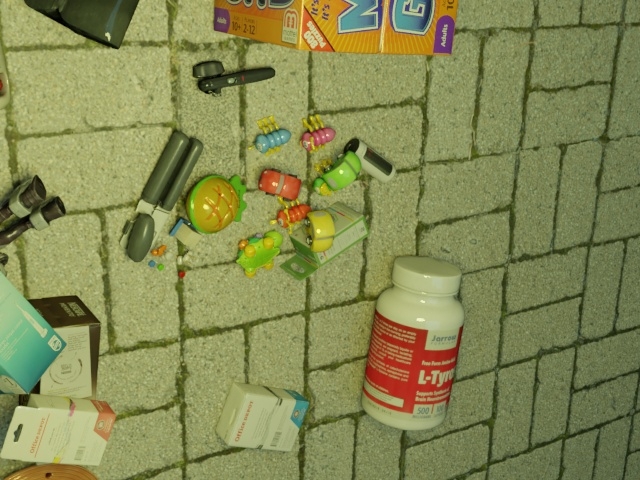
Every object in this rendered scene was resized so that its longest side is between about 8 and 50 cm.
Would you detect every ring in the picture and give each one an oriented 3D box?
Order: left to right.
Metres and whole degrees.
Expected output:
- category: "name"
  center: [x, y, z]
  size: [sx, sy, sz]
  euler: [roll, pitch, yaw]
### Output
- category: "ring"
  center: [-0.629, 0.631, 1.907]
  size: [0.337, 0.032, 0.336]
  euler: [-19, 122, -34]

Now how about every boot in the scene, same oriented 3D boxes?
- category: "boot"
  center: [-0.287, -0.541, 1.515]
  size: [0.445, 0.367, 0.146]
  euler: [-60, 143, -3]

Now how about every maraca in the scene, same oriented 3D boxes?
- category: "maraca"
  center: [-0.221, -0.081, 1.891]
  size: [0.186, 0.099, 0.127]
  euler: [-19, 116, -54]

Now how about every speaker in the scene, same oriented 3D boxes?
- category: "speaker"
  center: [0.117, -0.191, 2.088]
  size: [0.136, 0.055, 0.055]
  euler: [32, 89, -36]

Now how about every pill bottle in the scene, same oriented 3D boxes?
- category: "pill bottle"
  center: [0.242, 0.257, 2.225]
  size: [0.229, 0.229, 0.407]
  euler: [-2, 108, -32]

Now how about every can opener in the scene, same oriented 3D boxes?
- category: "can opener"
  center: [-0.326, -0.085, 1.817]
  size: [0.076, 0.095, 0.283]
  euler: [22, 101, -37]
- category: "can opener"
  center: [-0.178, -0.344, 1.840]
  size: [0.186, 0.059, 0.073]
  euler: [-12, 113, -28]

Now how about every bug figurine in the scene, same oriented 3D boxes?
- category: "bug figurine"
  center: [-0.045, -0.161, 1.985]
  size: [0.216, 0.072, 0.278]
  euler: [-28, 120, -22]

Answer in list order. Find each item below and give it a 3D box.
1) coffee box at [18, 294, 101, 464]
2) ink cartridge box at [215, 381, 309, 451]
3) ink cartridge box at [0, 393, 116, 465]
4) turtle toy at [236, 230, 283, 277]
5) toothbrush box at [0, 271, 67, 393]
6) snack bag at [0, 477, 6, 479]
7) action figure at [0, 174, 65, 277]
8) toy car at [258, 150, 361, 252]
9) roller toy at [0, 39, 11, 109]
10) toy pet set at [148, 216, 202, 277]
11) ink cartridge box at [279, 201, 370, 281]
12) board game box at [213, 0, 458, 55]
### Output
- category: "coffee box"
  center: [-0.536, 0.280, 1.775]
  size: [0.119, 0.168, 0.297]
  euler: [-2, 109, -32]
- category: "ink cartridge box"
  center: [-0.142, 0.433, 2.135]
  size: [0.191, 0.082, 0.139]
  euler: [16, 98, -34]
- category: "ink cartridge box"
  center: [-0.511, 0.364, 1.677]
  size: [0.198, 0.067, 0.115]
  euler: [16, 98, -36]
- category: "turtle toy"
  center: [-0.139, 0.021, 1.995]
  size: [0.130, 0.066, 0.095]
  euler: [-25, 142, -26]
- category: "toothbrush box"
  center: [-0.640, 0.136, 1.558]
  size: [0.295, 0.217, 0.126]
  euler: [59, 43, -29]
- category: "snack bag"
  center: [-0.823, 0.605, 1.794]
  size: [0.343, 0.037, 0.322]
  euler: [18, 98, -39]
- category: "action figure"
  center: [-0.630, -0.008, 1.655]
  size: [0.285, 0.099, 0.185]
  euler: [-32, 130, -2]
- category: "toy car"
  center: [0.009, -0.116, 1.940]
  size: [0.225, 0.053, 0.239]
  euler: [-43, 111, -11]
- category: "roller toy"
  center: [-0.635, -0.290, 1.487]
  size: [0.209, 0.191, 0.146]
  euler: [-15, 114, -27]
- category: "toy pet set"
  center: [-0.319, 0.008, 1.877]
  size: [0.114, 0.065, 0.122]
  euler: [-54, 149, 3]
- category: "ink cartridge box"
  center: [0.000, 0.000, 2.048]
  size: [0.209, 0.109, 0.062]
  euler: [-34, 125, -17]
- category: "board game box"
  center: [0.033, -0.566, 1.708]
  size: [0.357, 0.356, 0.356]
  euler: [-6, 110, -32]
